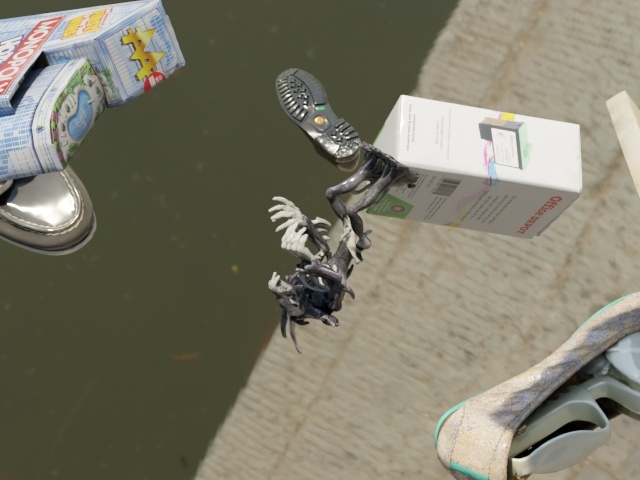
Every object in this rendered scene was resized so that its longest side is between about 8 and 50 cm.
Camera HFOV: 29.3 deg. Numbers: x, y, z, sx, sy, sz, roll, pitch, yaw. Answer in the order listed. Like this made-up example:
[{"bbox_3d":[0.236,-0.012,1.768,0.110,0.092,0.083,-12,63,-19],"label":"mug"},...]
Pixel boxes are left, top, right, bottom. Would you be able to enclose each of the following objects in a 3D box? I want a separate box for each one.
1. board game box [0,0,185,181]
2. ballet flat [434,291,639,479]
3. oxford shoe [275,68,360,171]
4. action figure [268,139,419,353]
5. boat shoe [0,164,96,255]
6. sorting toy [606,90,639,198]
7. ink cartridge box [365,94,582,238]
[{"bbox_3d":[-0.211,-0.117,0.917,0.194,0.060,0.194,-10,31,18],"label":"board game box"},{"bbox_3d":[0.255,0.151,1.164,0.316,0.108,0.106,-30,32,-23],"label":"ballet flat"},{"bbox_3d":[-0.009,-0.204,2.129,0.082,0.096,0.227,-29,64,-7],"label":"oxford shoe"},{"bbox_3d":[0.000,0.000,1.548,0.276,0.141,0.164,-58,26,5],"label":"action figure"},{"bbox_3d":[-0.365,-0.113,1.272,0.112,0.095,0.335,-41,69,-19],"label":"boat shoe"},{"bbox_3d":[0.410,-0.019,1.224,0.089,0.257,0.255,-33,24,21],"label":"sorting toy"},{"bbox_3d":[0.226,-0.105,1.830,0.278,0.201,0.117,8,69,-9],"label":"ink cartridge box"}]
